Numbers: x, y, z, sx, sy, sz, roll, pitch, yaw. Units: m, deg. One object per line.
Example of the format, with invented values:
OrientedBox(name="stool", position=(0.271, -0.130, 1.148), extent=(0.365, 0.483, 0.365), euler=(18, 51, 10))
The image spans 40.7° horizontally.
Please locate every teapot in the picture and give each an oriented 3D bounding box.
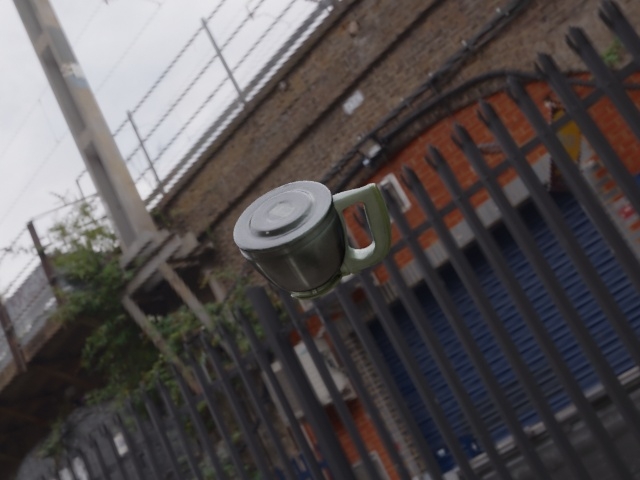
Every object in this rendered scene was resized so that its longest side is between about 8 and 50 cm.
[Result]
OrientedBox(name="teapot", position=(-0.004, 0.006, 0.754), extent=(0.124, 0.092, 0.091), euler=(-2, -47, 32))
